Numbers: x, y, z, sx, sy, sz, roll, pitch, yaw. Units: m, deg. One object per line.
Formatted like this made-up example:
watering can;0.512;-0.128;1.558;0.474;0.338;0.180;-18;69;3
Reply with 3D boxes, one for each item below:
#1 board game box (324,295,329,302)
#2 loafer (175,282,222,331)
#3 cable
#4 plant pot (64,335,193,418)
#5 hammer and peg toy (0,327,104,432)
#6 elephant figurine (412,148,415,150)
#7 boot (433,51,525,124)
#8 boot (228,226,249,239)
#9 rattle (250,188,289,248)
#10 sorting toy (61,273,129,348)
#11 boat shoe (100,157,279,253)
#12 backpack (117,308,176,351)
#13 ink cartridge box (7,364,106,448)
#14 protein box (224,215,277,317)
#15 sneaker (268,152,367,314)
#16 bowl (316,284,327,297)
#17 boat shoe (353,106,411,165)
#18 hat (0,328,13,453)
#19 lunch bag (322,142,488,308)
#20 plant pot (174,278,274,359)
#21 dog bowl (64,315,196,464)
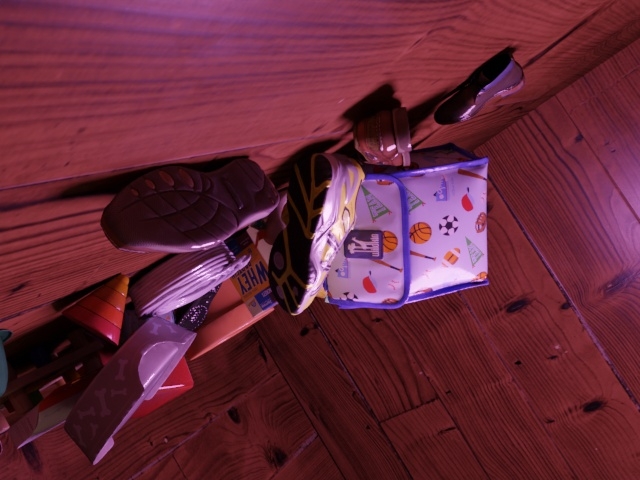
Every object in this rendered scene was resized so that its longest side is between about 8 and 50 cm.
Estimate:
board game box;0.073;0.005;1.751;0.213;0.046;0.317;-85;-171;-46
loafer;-0.346;0.162;1.644;0.220;0.078;0.080;-55;144;10
cable;-0.317;0.089;1.382;0.257;0.089;0.257;-25;173;-47
plant pot;-0.573;0.365;1.715;0.267;0.267;0.236;-34;162;29
hammer and peg toy;-0.704;0.352;1.393;0.266;0.127;0.361;-36;174;39
elephant figurine;0.234;-0.190;1.694;0.239;0.169;0.186;-12;127;-65
boot;0.345;-0.344;1.343;0.219;0.082;0.106;-29;154;14
boot;-0.183;-0.032;1.242;0.121;0.045;0.099;-36;175;-37
rattle;-0.119;-0.043;1.334;0.200;0.143;0.130;-38;135;-37
sorting toy;-0.450;0.148;1.277;0.126;0.127;0.365;-61;-171;-20
boat shoe;-0.181;-0.032;0.844;0.116;0.123;0.324;-32;174;29
backpack;-0.459;0.242;1.583;0.144;0.165;0.188;11;142;-34
ink cartridge box;-0.572;0.369;1.364;0.232;0.066;0.189;-32;175;30
protein box;-0.123;0.052;1.524;0.136;0.201;0.200;-36;174;36
sneaker;0.000;0.000;1.232;0.147;0.145;0.384;-11;135;-39
bowl;-0.034;0.015;1.778;0.156;0.289;0.289;13;168;-5
boat shoe;0.120;-0.202;1.165;0.105;0.110;0.307;-8;178;9
hat;-0.586;0.278;1.057;0.173;0.183;0.208;-31;175;-7
lunch bag;0.183;-0.030;1.387;0.386;0.327;0.239;-9;-161;-14
plant pot;-0.313;0.198;1.801;0.291;0.203;0.291;-31;175;-3
dog bowl;-0.424;0.319;1.334;0.348;0.102;0.349;-53;-179;2
